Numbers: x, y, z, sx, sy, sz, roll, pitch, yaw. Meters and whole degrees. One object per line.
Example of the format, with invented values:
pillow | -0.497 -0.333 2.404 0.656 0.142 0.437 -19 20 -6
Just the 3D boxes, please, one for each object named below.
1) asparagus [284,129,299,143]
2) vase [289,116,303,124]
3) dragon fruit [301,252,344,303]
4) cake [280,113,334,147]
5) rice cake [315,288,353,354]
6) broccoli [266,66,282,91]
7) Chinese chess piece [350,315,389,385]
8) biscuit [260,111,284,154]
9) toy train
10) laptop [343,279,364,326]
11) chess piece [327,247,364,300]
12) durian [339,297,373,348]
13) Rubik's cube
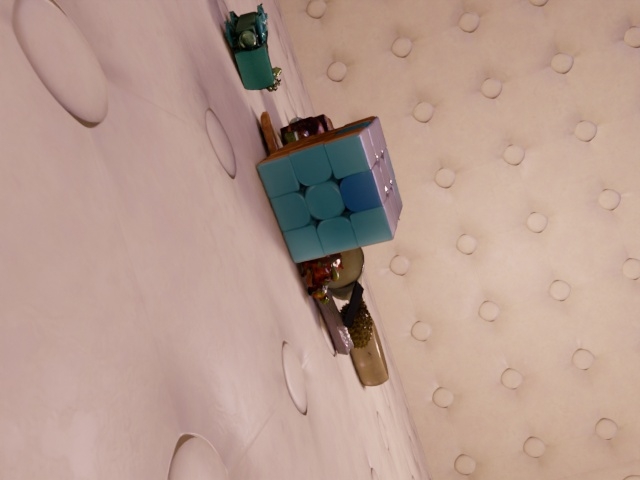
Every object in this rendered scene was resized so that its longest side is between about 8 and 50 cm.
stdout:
asparagus | -0.072 -0.271 1.665 0.045 0.041 0.179 -45 123 -55
vase | -0.083 -0.450 2.163 0.081 0.081 0.149 44 25 -73
dragon fruit | -0.006 0.087 1.411 0.142 0.138 0.175 18 74 -50
cake | -0.026 -0.341 1.856 0.293 0.196 0.199 -45 118 -82
rice cake | 0.033 0.229 1.517 0.049 0.055 0.270 -42 121 -37
broccoli | -0.173 -0.553 1.714 0.097 0.092 0.095 42 1 -14
Chinese chess piece | 0.177 0.412 1.918 0.273 0.102 0.274 -17 90 -83
biscuit | -0.116 -0.242 1.589 0.309 0.040 0.205 55 18 -63
toy train | -0.202 -0.585 1.529 0.298 0.119 0.194 -96 173 -55
laptop | 0.097 0.195 1.533 0.197 0.016 0.135 52 55 -74
chess piece | 0.068 0.109 1.668 0.330 0.182 0.183 65 9 -69
durian | 0.113 0.261 1.661 0.146 0.102 0.208 29 -66 52
Rubik's cube | 0.042 -0.146 1.400 0.291 0.291 0.291 -57 131 -65
